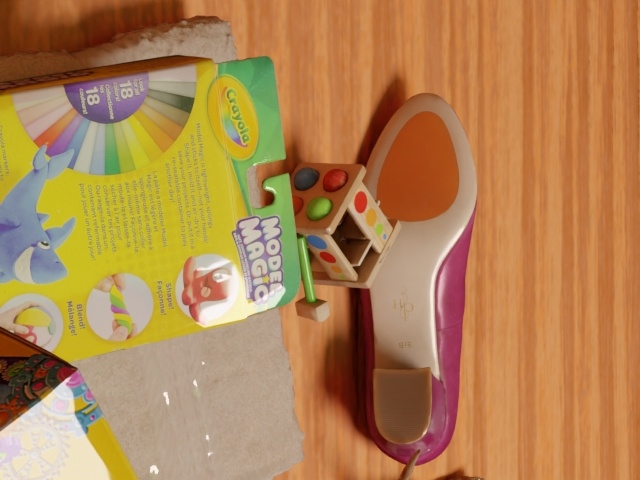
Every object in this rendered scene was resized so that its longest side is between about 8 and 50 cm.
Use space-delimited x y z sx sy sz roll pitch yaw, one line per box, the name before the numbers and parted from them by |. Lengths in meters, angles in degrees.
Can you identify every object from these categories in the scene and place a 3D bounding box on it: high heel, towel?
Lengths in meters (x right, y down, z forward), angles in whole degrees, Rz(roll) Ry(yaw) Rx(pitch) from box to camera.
high heel | 0.068 0.029 1.002 0.117 0.082 0.244 62 27 -74
towel | -0.095 0.028 0.793 0.187 0.049 0.282 -24 110 -50

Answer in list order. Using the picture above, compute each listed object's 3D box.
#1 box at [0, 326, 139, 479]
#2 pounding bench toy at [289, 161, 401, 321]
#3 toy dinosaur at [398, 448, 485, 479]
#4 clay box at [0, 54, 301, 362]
box | -0.180 0.216 0.550 0.279 0.177 0.290 -40 124 -26
pounding bench toy | 0.000 0.000 0.908 0.065 0.052 0.083 55 52 -39
toy dinosaur | 0.067 0.197 1.011 0.211 0.064 0.112 20 70 -70
clay box | -0.122 -0.010 0.675 0.222 0.053 0.127 -12 104 -24
